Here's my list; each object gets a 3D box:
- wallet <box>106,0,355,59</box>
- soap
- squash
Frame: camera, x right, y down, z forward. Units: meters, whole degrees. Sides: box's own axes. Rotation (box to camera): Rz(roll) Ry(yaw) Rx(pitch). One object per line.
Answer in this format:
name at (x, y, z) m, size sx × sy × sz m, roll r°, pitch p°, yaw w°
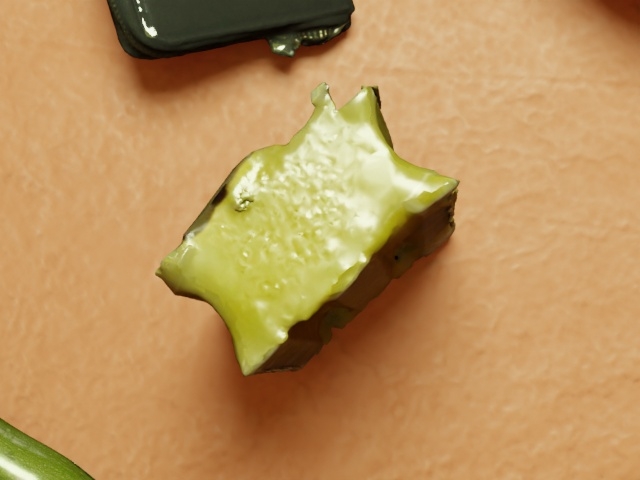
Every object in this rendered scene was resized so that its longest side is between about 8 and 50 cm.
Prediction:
wallet at (-0.074, -0.221, 0.786) m, size 0.149 × 0.044 × 0.250 m, roll -13°, pitch 87°, yaw -26°
soap at (0.001, 0.001, 0.704) m, size 0.135 × 0.233 × 0.076 m, roll -42°, pitch 82°, yaw 1°
squash at (-0.190, 0.130, 0.801) m, size 0.183 × 0.052 × 0.052 m, roll 34°, pitch 90°, yaw 1°
